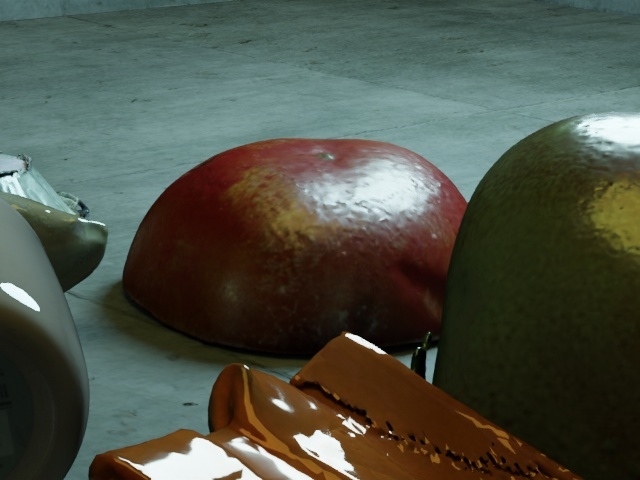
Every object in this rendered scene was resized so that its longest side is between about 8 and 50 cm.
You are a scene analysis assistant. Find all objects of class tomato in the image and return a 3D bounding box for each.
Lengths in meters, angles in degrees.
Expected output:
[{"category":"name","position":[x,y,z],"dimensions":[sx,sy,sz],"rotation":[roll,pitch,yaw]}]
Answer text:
[{"category":"tomato","position":[0.176,0.088,0.927],"dimensions":[0.303,0.303,0.239],"rotation":[13,17,32]},{"category":"tomato","position":[-0.003,-0.012,1.529],"dimensions":[0.338,0.143,0.338],"rotation":[1,18,0]}]

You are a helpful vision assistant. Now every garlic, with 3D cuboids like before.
[{"category":"garlic","position":[-0.332,0.014,1.432],"dimensions":[0.318,0.112,0.143],"rotation":[3,-9,26]}]

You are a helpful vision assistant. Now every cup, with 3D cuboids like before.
[{"category":"cup","position":[-0.272,0.067,1.068],"dimensions":[0.253,0.191,0.200],"rotation":[17,12,-23]}]

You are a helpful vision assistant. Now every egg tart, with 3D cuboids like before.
[{"category":"egg tart","position":[-0.335,-0.031,1.627],"dimensions":[0.234,0.094,0.234],"rotation":[0,16,0]}]

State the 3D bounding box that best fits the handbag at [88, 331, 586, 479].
[{"category":"handbag","position":[0.023,0.187,0.649],"dimensions":[0.303,0.116,0.410],"rotation":[33,19,15]}]
